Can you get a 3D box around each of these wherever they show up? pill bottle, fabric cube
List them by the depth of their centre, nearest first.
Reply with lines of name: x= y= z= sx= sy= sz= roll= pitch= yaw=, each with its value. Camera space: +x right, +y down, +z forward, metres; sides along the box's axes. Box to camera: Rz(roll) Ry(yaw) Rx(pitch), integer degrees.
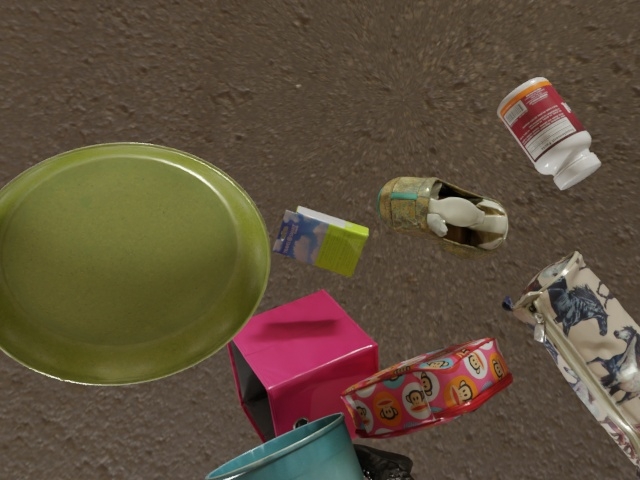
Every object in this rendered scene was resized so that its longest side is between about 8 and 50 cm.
pill bottle: x=0.330 y=-0.152 z=0.924 sx=0.086 sy=0.086 sz=0.152 roll=-34 pitch=74 yaw=13
fabric cube: x=-0.037 y=0.309 z=1.449 sx=0.258 sy=0.259 sz=0.254 roll=-18 pitch=122 yaw=-21

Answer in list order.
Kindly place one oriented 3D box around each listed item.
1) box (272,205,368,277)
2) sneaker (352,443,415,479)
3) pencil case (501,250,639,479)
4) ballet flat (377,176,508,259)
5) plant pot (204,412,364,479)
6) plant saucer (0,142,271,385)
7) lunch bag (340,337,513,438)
box: x=0.000 y=0.000 z=1.353 sx=0.178 sy=0.042 sz=0.109 roll=18 pitch=116 yaw=-3
sneaker: x=0.108 y=0.437 z=1.191 sx=0.170 sy=0.089 sz=0.051 roll=4 pitch=132 yaw=21
pencil case: x=0.504 y=0.227 z=1.122 sx=0.410 sy=0.184 sz=0.160 roll=55 pitch=148 yaw=10
ballet flat: x=0.246 y=-0.035 z=1.090 sx=0.349 sy=0.123 sz=0.123 roll=12 pitch=109 yaw=-41
plant pot: x=-0.032 y=0.483 z=1.143 sx=0.272 sy=0.272 sz=0.255 roll=-26 pitch=81 yaw=12
plant saucer: x=-0.163 y=0.022 z=0.541 sx=0.241 sy=0.037 sz=0.240 roll=-11 pitch=126 yaw=-15
lunch bag: x=0.212 y=0.277 z=1.250 sx=0.293 sy=0.258 sz=0.120 roll=-28 pitch=82 yaw=42
